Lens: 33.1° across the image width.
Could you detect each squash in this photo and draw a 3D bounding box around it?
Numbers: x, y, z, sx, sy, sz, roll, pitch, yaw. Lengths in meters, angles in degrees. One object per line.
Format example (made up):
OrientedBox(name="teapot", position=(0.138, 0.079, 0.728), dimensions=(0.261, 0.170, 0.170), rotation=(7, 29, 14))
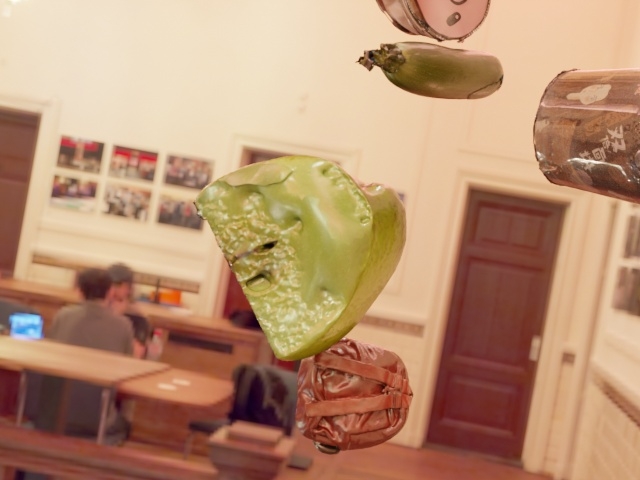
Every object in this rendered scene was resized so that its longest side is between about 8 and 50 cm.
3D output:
OrientedBox(name="squash", position=(0.178, -0.258, 1.633), dimensions=(0.087, 0.087, 0.331), rotation=(10, 8, 41))

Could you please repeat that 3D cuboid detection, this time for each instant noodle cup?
OrientedBox(name="instant noodle cup", position=(0.426, -0.147, 1.488), dimensions=(0.217, 0.217, 0.207), rotation=(10, 3, -42))

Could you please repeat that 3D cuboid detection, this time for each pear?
OrientedBox(name="pear", position=(0.000, 0.000, 1.860), dimensions=(0.318, 0.342, 0.238), rotation=(-32, -13, 15))

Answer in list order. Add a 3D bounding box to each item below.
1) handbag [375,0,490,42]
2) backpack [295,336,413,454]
OrientedBox(name="handbag", position=(0.180, -0.430, 1.780), dimensions=(0.116, 0.179, 0.205), rotation=(13, -40, 59))
OrientedBox(name="backpack", position=(0.064, 0.280, 1.976), dimensions=(0.229, 0.229, 0.139), rotation=(10, -19, -8))
